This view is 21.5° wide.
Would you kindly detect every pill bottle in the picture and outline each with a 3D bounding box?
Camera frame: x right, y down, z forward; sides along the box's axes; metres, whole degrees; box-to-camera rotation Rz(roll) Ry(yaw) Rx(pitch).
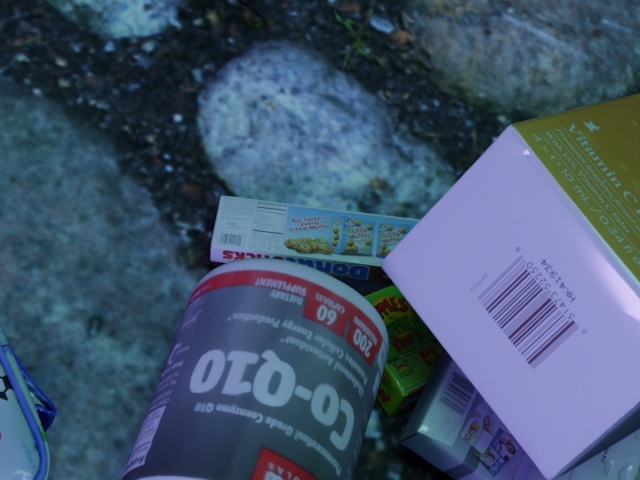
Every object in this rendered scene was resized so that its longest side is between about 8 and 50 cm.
[{"bbox_3d":[-0.058,0.168,1.229,0.161,0.161,0.283,21,55,-5],"label":"pill bottle"}]

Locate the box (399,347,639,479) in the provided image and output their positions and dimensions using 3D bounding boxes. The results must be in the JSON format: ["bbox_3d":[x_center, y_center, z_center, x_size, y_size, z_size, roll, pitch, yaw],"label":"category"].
[{"bbox_3d":[0.172,0.150,1.359,0.186,0.038,0.145,34,61,-10],"label":"box"}]

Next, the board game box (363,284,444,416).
[{"bbox_3d":[0.111,0.069,1.419,0.181,0.043,0.092,-22,67,-29],"label":"board game box"}]

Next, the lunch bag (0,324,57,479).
[{"bbox_3d":[-0.330,0.110,1.209,0.243,0.115,0.303,-14,64,-28],"label":"lunch bag"}]

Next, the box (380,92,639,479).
[{"bbox_3d":[0.250,0.017,1.348,0.215,0.168,0.345,52,35,15],"label":"box"}]

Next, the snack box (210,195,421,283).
[{"bbox_3d":[0.000,0.000,1.411,0.178,0.022,0.064,7,43,0],"label":"snack box"}]
